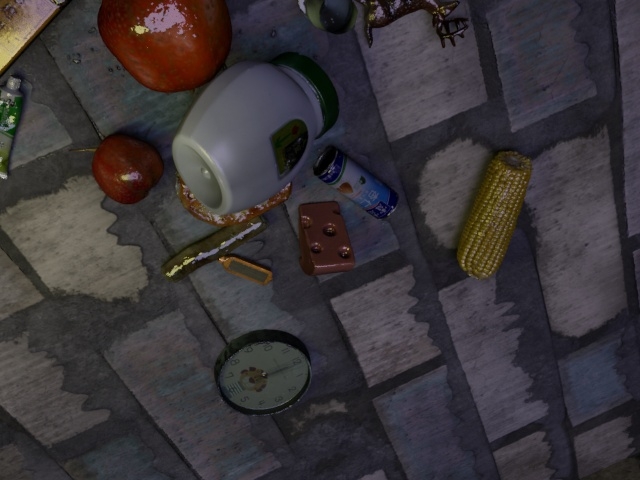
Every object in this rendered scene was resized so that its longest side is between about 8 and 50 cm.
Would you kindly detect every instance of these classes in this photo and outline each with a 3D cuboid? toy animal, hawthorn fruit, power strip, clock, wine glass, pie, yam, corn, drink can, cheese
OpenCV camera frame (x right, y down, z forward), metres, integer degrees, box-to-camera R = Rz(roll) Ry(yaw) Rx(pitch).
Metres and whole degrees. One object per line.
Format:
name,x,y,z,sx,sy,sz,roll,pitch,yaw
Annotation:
toy animal,0.210,-0.562,1.354,0.243,0.087,0.260,-20,123,13
hawthorn fruit,-0.479,-0.186,1.344,0.203,0.163,0.163,41,102,-13
power strip,-0.217,0.076,1.605,0.178,0.028,0.049,24,110,-24
hawthorn fruit,-0.312,-0.436,1.177,0.275,0.275,0.300,-19,133,-3
clock,-0.177,0.422,1.781,0.312,0.061,0.313,-6,119,-10
wine glass,0.018,-0.511,1.239,0.103,0.222,0.103,-6,122,-10
pie,-0.232,-0.163,1.440,0.308,0.085,0.309,-5,117,-10
yam,-0.286,0.015,1.534,0.317,0.071,0.067,-31,157,3
corn,0.497,-0.065,1.644,0.143,0.144,0.388,4,117,-16
drink can,0.097,-0.152,1.523,0.235,0.097,0.097,34,105,-26
cheese,0.001,0.026,1.591,0.128,0.203,0.177,-8,150,-14

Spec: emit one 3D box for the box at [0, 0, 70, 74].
box,-0.669,-0.511,1.129,0.415,0.116,0.264,-40,118,10

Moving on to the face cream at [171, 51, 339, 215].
face cream,-0.143,-0.241,1.257,0.357,0.219,0.313,-47,145,-29

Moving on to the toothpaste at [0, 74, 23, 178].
toothpaste,-0.725,-0.258,1.292,0.078,0.047,0.248,21,113,-21
